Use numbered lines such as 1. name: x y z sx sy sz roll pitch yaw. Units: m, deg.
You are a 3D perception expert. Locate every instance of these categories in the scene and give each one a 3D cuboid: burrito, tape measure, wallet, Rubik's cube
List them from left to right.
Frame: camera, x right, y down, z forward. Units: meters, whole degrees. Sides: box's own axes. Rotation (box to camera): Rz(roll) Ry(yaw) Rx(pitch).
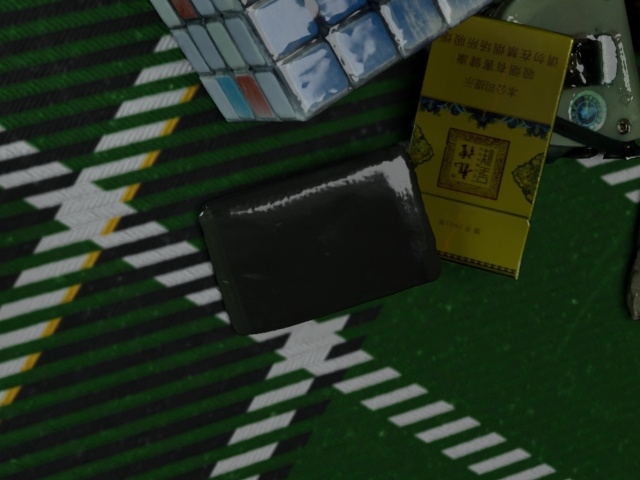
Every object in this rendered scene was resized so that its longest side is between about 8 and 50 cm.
1. Rubik's cube: -0.024 -0.288 1.639 0.256 0.253 0.259 -35 106 -17
2. wallet: 0.000 0.000 1.771 0.245 0.052 0.169 -16 106 -4
3. tape measure: 0.272 -0.180 1.853 0.207 0.115 0.235 -18 102 -23
4. burrito: 0.404 0.007 1.967 0.045 0.041 0.185 15 87 -65

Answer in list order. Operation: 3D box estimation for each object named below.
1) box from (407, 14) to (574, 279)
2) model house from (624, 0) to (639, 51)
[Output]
1. box: 0.177 -0.109 1.786 0.153 0.041 0.279 14 105 7
2. model house: 0.458 -0.371 1.848 0.282 0.297 0.317 -12 110 22
